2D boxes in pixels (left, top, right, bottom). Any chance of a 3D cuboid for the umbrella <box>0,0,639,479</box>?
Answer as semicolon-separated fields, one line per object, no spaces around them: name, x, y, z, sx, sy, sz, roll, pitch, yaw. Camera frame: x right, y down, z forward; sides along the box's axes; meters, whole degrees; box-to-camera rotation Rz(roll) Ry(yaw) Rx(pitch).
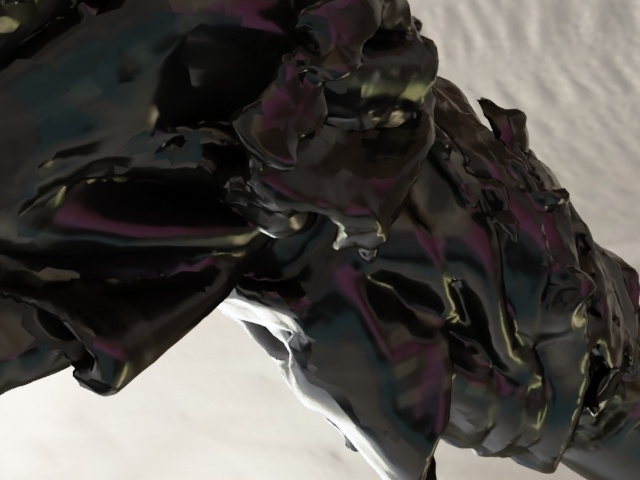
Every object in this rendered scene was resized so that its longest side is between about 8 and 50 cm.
umbrella;-0.011;0.005;0.432;0.154;0.128;0.336;-21;-40;21
